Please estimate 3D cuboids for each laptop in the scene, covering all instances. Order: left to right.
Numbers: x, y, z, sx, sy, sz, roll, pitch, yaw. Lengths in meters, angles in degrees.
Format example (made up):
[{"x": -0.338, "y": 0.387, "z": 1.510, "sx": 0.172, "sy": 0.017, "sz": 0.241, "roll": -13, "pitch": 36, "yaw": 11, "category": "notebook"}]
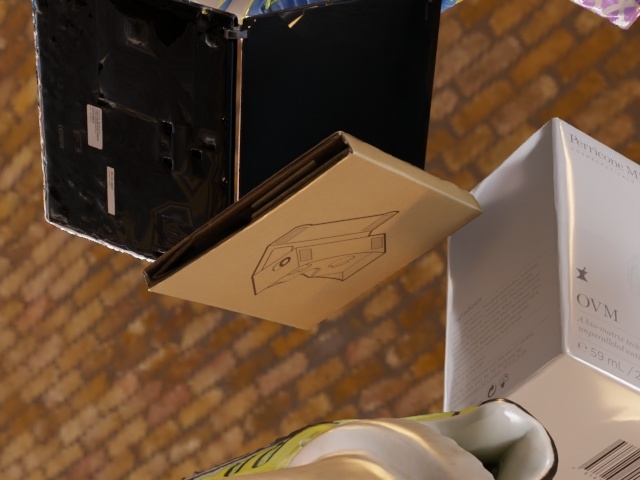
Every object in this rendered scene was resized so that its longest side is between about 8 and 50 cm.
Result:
[{"x": -0.065, "y": -0.097, "z": 1.214, "sx": 0.264, "sy": 0.136, "sz": 0.234, "roll": 19, "pitch": -51, "yaw": 20, "category": "laptop"}]

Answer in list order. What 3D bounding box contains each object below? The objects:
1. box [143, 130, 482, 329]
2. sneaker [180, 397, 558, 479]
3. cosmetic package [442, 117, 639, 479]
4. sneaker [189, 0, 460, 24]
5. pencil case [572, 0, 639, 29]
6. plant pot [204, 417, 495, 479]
[{"x": 0.000, "y": 0.000, "z": 1.093, "sx": 0.164, "sy": 0.201, "sz": 0.021, "roll": -35, "pitch": -114, "yaw": 19, "category": "box"}, {"x": -0.045, "y": 0.154, "z": 0.773, "sx": 0.145, "sy": 0.384, "sz": 0.147, "roll": 50, "pitch": -47, "yaw": 25, "category": "sneaker"}, {"x": 0.215, "y": 0.070, "z": 1.173, "sx": 0.138, "sy": 0.224, "sz": 0.225, "roll": -45, "pitch": -152, "yaw": 38, "category": "cosmetic package"}, {"x": 0.008, "y": -0.211, "z": 1.309, "sx": 0.126, "sy": 0.240, "sz": 0.091, "roll": -91, "pitch": 174, "yaw": -72, "category": "sneaker"}, {"x": 0.243, "y": -0.284, "z": 1.604, "sx": 0.086, "sy": 0.206, "sz": 0.088, "roll": -61, "pitch": -179, "yaw": 22, "category": "pencil case"}, {"x": -0.125, "y": 0.205, "z": 0.384, "sx": 0.334, "sy": 0.305, "sz": 0.334, "roll": -176, "pitch": -90, "yaw": -72, "category": "plant pot"}]
